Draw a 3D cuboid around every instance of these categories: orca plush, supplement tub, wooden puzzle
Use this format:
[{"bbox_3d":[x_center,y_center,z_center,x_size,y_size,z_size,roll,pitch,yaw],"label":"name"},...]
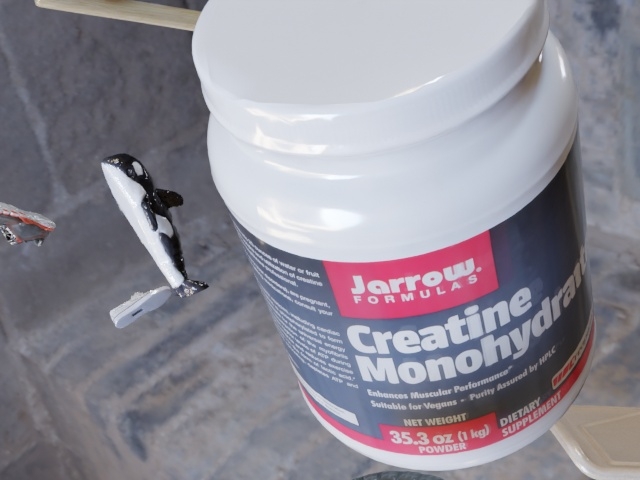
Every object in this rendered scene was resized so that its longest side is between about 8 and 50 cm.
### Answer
[{"bbox_3d":[-0.271,-0.040,1.835,0.102,0.151,0.287,-36,98,-21],"label":"orca plush"},{"bbox_3d":[0.050,-0.018,0.579,0.191,0.191,0.272,-43,138,-24],"label":"supplement tub"},{"bbox_3d":[0.313,0.183,0.909,0.221,0.238,0.044,-68,165,-85],"label":"wooden puzzle"}]

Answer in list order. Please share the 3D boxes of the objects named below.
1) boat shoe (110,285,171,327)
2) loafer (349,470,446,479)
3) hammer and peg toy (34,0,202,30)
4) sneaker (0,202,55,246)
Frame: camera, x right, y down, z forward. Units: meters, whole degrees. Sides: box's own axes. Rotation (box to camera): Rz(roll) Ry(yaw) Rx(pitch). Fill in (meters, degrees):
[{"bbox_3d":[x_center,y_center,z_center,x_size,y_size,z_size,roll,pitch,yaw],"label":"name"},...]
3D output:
[{"bbox_3d":[-0.277,0.094,1.595,0.100,0.035,0.035,-34,146,-8],"label":"boat shoe"},{"bbox_3d":[0.080,0.193,0.455,0.094,0.251,0.088,-23,126,-32],"label":"loafer"},{"bbox_3d":[-0.181,-0.379,1.102,0.265,0.127,0.362,-7,75,-35],"label":"hammer and peg toy"},{"bbox_3d":[-0.531,-0.022,1.814,0.158,0.061,0.065,21,95,-52],"label":"sneaker"}]
